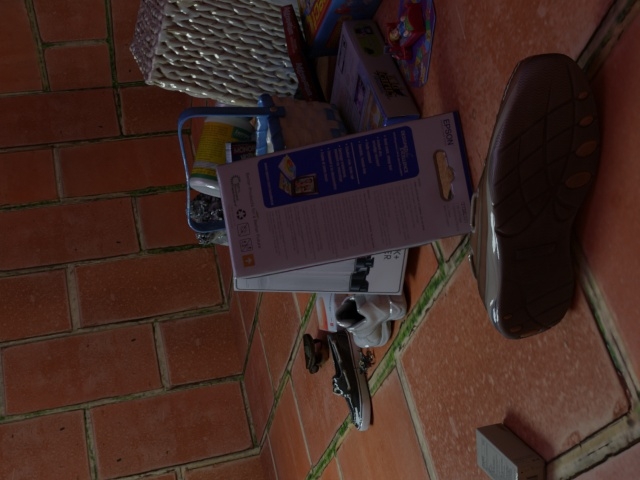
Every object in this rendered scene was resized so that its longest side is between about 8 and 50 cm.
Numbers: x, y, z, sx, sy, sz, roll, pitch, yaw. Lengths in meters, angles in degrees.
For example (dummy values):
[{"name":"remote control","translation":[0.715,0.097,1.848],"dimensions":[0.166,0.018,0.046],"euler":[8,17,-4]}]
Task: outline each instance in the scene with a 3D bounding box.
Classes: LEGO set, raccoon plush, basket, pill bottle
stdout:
[{"name":"LEGO set","translation":[0.096,0.254,1.682],"dimensions":[0.083,0.023,0.054],"euler":[-14,86,62]},{"name":"raccoon plush","translation":[-0.168,-0.184,1.881],"dimensions":[0.216,0.299,0.446],"euler":[-131,36,-65]},{"name":"basket","translation":[-0.203,-0.454,1.695],"dimensions":[0.328,0.331,0.266],"euler":[-125,49,-57]},{"name":"basket","translation":[-0.098,-0.131,1.420],"dimensions":[0.201,0.289,0.255],"euler":[-101,9,-46]},{"name":"pill bottle","translation":[-0.207,-0.204,1.760],"dimensions":[0.117,0.117,0.208],"euler":[164,120,-75]}]

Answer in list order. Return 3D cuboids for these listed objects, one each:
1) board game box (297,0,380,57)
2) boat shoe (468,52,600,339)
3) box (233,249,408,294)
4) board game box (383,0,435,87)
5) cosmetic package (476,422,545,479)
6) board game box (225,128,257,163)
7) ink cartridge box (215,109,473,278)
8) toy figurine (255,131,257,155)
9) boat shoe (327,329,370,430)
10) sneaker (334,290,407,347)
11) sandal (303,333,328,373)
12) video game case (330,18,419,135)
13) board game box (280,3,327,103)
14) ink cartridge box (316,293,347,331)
[{"name":"board game box","translation":[0.022,-0.522,1.397],"dimensions":[0.308,0.086,0.302],"euler":[132,129,-71]},{"name":"boat shoe","translation":[0.213,-0.048,0.881],"dimensions":[0.116,0.123,0.324],"euler":[-118,26,-58]},{"name":"box","translation":[0.000,0.000,1.346],"dimensions":[0.087,0.290,0.169],"euler":[-92,5,-50]},{"name":"board game box","translation":[0.127,-0.314,1.220],"dimensions":[0.133,0.033,0.169],"euler":[-115,22,-48]},{"name":"cosmetic package","translation":[0.250,0.294,1.071],"dimensions":[0.115,0.041,0.060],"euler":[-139,43,-68]},{"name":"board game box","translation":[-0.125,-0.164,1.718],"dimensions":[0.060,0.194,0.194],"euler":[4,99,48]},{"name":"ink cartridge box","translation":[0.036,-0.060,1.181],"dimensions":[0.069,0.370,0.176],"euler":[7,-107,-72]},{"name":"toy figurine","translation":[-0.033,-0.040,1.696],"dimensions":[0.217,0.191,0.363],"euler":[100,158,-62]},{"name":"boat shoe","translation":[0.057,0.304,1.745],"dimensions":[0.078,0.070,0.219],"euler":[146,115,-74]},{"name":"sneaker","translation":[0.076,0.138,1.493],"dimensions":[0.232,0.115,0.090],"euler":[107,151,-59]},{"name":"sandal","translation":[-0.009,0.287,2.029],"dimensions":[0.219,0.060,0.090],"euler":[80,-178,-68]},{"name":"video game case","translation":[0.081,-0.198,1.399],"dimensions":[0.269,0.061,0.244],"euler":[100,158,-51]},{"name":"board game box","translation":[-0.018,-0.300,1.561],"dimensions":[0.281,0.027,0.145],"euler":[66,-170,-51]},{"name":"ink cartridge box","translation":[0.020,0.116,1.838],"dimensions":[0.145,0.045,0.179],"euler":[166,93,-75]}]
